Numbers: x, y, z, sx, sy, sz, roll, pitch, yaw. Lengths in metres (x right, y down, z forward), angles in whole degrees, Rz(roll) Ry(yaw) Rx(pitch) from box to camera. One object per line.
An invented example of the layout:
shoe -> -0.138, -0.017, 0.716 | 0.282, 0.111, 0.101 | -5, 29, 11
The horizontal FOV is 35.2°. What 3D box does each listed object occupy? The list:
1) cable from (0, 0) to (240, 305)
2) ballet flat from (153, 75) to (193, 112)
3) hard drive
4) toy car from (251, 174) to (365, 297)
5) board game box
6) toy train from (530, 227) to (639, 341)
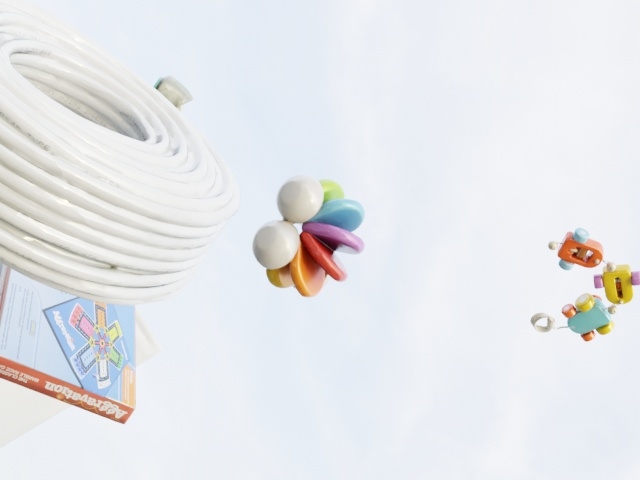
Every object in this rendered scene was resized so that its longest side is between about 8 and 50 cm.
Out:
cable -> -0.169, -0.070, 0.634 | 0.257, 0.257, 0.089 | 47, -73, 26
ballet flat -> -0.264, -0.146, 1.493 | 0.068, 0.072, 0.213 | 36, -73, -12
hard drive -> -0.456, 0.220, 1.709 | 0.047, 0.353, 0.233 | 53, -13, 29
toy car -> 0.000, 0.000, 1.494 | 0.136, 0.182, 0.159 | 23, -8, 38
board game box -> -0.260, 0.066, 1.043 | 0.027, 0.145, 0.281 | -55, -155, 21
toy train -> 0.333, 0.052, 1.277 | 0.125, 0.046, 0.166 | 16, -50, 4
